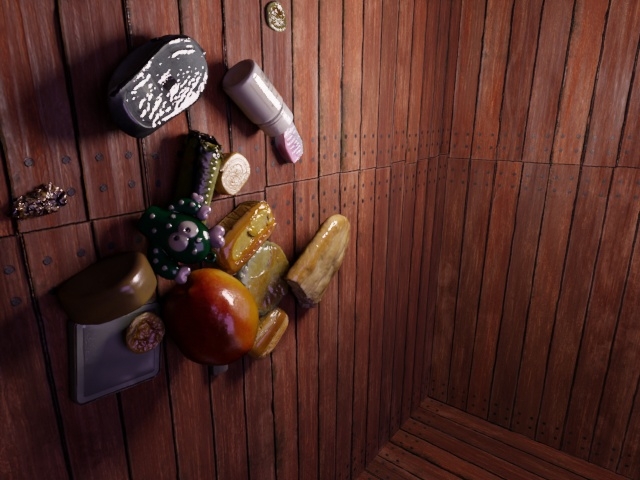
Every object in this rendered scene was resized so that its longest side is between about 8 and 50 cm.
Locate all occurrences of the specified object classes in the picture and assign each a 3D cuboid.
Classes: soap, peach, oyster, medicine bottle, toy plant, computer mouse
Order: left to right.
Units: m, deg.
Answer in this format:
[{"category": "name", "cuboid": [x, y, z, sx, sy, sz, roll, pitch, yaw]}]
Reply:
[{"category": "oyster", "cuboid": [-0.686, -0.085, 1.042, 0.132, 0.029, 0.086, -58, 140, -28]}, {"category": "computer mouse", "cuboid": [-0.454, -0.430, 1.183, 0.373, 0.114, 0.203, -59, 138, -36]}, {"category": "toy plant", "cuboid": [-0.407, -0.010, 1.249, 0.233, 0.112, 0.243, -32, 85, -13]}, {"category": "peach", "cuboid": [-0.350, 0.240, 1.363, 0.307, 0.308, 0.332, -59, 147, -24]}, {"category": "medicine bottle", "cuboid": [-0.210, -0.482, 1.469, 0.252, 0.145, 0.144, 46, 63, -47]}, {"category": "soap", "cuboid": [-0.124, -0.381, 1.687, 0.100, 0.056, 0.149, -53, 137, -27]}]

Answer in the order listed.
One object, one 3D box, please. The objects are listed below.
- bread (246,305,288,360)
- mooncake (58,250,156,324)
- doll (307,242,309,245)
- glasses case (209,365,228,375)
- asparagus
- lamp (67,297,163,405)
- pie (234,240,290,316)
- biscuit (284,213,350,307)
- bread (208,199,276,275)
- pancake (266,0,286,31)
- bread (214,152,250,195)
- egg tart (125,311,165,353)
[{"category": "bread", "cuboid": [-0.224, 0.369, 1.732, 0.236, 0.106, 0.140, -56, 137, -28]}, {"category": "mooncake", "cuboid": [-0.546, 0.129, 1.131, 0.235, 0.235, 0.116, -39, 128, -40]}, {"category": "doll", "cuboid": [0.000, 0.000, 1.967, 0.227, 0.057, 0.113, -31, 130, -56]}, {"category": "glasses case", "cuboid": [-0.386, 0.406, 1.584, 0.072, 0.042, 0.190, -19, 115, -41]}, {"category": "asparagus", "cuboid": [-0.399, -0.150, 1.345, 0.129, 0.108, 0.381, 11, 94, -33]}, {"category": "lamp", "cuboid": [-0.599, 0.322, 1.266, 0.269, 0.047, 0.266, -8, 106, -52]}, {"category": "pie", "cuboid": [-0.226, 0.146, 1.675, 0.307, 0.071, 0.305, -9, 102, -50]}, {"category": "biscuit", "cuboid": [0.015, 0.097, 1.877, 0.446, 0.104, 0.429, -55, 157, -25]}, {"category": "bread", "cuboid": [-0.283, -0.020, 1.531, 0.288, 0.120, 0.152, -51, 140, -32]}, {"category": "pancake", "cuboid": [-0.159, -0.810, 1.546, 0.108, 0.017, 0.107, -12, 106, -52]}, {"category": "bread", "cuboid": [-0.316, -0.232, 1.466, 0.122, 0.073, 0.149, 54, 56, -40]}, {"category": "egg tart", "cuboid": [-0.523, 0.271, 1.268, 0.130, 0.052, 0.130, -19, 114, -50]}]
